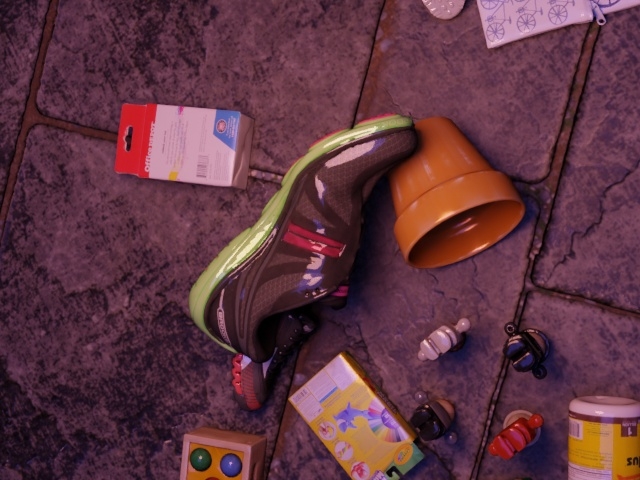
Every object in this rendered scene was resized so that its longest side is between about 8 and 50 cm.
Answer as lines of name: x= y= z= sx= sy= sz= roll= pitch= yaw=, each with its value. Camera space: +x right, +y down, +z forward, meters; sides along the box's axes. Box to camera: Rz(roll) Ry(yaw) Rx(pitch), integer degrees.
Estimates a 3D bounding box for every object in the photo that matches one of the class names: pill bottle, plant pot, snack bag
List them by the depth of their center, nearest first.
pill bottle: x=0.442 y=0.354 z=1.390 sx=0.117 sy=0.117 sz=0.215 roll=0 pitch=90 yaw=16
plant pot: x=0.194 y=-0.086 z=1.443 sx=0.205 sy=0.205 sz=0.188 roll=-29 pitch=65 yaw=14
snack bag: x=0.405 y=-0.504 z=1.459 sx=0.342 sy=0.037 sz=0.323 roll=-11 pitch=86 yaw=16

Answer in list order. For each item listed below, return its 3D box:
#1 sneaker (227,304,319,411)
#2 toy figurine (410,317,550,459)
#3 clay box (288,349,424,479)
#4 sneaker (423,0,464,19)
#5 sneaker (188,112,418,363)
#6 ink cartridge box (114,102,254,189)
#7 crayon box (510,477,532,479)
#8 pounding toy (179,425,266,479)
sneaker: x=-0.077 y=0.168 z=1.555 sx=0.135 sy=0.097 sz=0.276 roll=12 pitch=91 yaw=18
toy figurine: x=0.256 y=0.231 z=1.440 sx=0.209 sy=0.148 sz=0.213 roll=5 pitch=93 yaw=22
clay box: x=0.065 y=0.313 z=1.535 sx=0.127 sy=0.053 sz=0.222 roll=-42 pitch=80 yaw=11
sneaker: x=0.185 y=-0.486 z=1.502 sx=0.090 sy=0.095 sz=0.235 roll=-18 pitch=104 yaw=11
sneaker: x=0.000 y=0.000 z=1.416 sx=0.202 sy=0.185 sz=0.483 roll=44 pitch=110 yaw=10
ink cartridge box: x=-0.245 y=-0.170 z=1.621 sx=0.230 sy=0.078 sz=0.134 roll=8 pitch=91 yaw=16
crayon box: x=0.280 y=0.535 z=1.453 sx=0.165 sy=0.081 sz=0.279 roll=-10 pitch=86 yaw=16
pounding toy: x=-0.139 y=0.436 z=1.571 sx=0.205 sy=0.094 sz=0.181 roll=6 pitch=91 yaw=17
